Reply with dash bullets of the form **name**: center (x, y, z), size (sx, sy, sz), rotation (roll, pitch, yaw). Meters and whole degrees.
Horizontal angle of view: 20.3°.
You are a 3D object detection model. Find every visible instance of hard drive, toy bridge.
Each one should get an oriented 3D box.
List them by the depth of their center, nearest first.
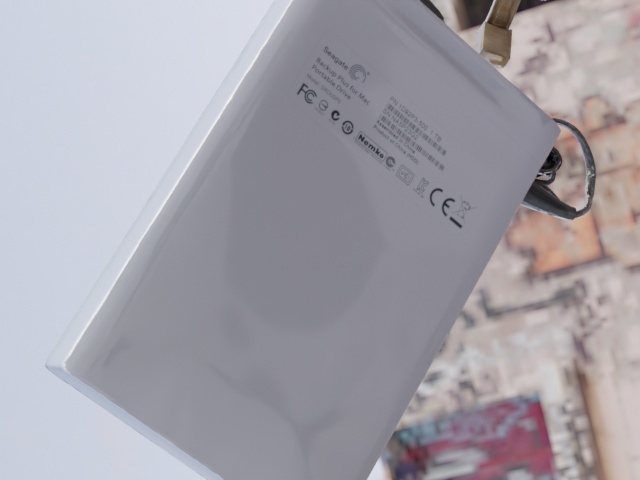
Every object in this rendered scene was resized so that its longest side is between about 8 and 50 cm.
- **hard drive**: center (0.000, 0.000, 1.061), size (0.203, 0.040, 0.307), rotation (38, -108, -24)
- **toy bridge**: center (0.156, -0.205, 1.296), size (0.188, 0.026, 0.063), rotation (117, 164, -55)

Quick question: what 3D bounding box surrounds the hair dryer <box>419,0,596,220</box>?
- **hair dryer**: center (0.076, -0.088, 1.260), size (0.223, 0.080, 0.293), rotation (42, -143, 17)
